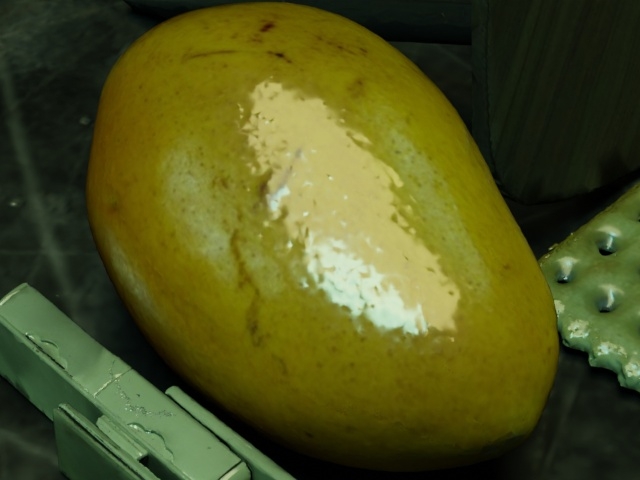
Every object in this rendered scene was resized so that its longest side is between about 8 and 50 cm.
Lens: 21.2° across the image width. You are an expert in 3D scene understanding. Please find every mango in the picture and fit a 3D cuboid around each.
[{"bbox_3d":[0.000,0.000,0.626,0.145,0.112,0.219,-37,57,-8],"label":"mango"}]

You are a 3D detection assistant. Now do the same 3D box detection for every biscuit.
[{"bbox_3d":[0.184,0.039,0.668,0.144,0.016,0.203,-32,52,-32],"label":"biscuit"}]

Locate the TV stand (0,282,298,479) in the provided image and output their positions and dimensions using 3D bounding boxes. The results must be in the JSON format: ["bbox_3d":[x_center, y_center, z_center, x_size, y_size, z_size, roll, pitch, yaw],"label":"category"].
[{"bbox_3d":[-0.034,0.094,0.584,0.249,0.036,0.042,35,54,30],"label":"TV stand"}]

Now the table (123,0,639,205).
[{"bbox_3d":[0.082,-0.199,0.794,0.249,0.317,0.317,22,45,39],"label":"table"}]
